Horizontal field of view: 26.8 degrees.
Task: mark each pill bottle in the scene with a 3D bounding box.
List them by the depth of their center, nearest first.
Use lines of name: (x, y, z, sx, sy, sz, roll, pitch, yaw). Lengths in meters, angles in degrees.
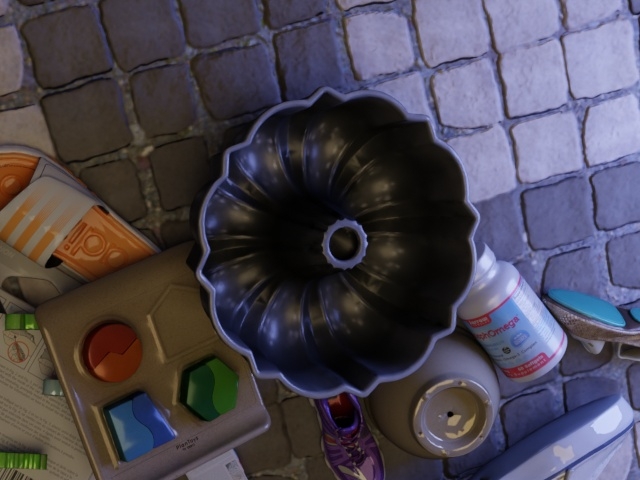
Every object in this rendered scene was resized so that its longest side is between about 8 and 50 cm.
pill bottle: (0.209, 0.081, 1.557, 0.087, 0.087, 0.160, -40, 108, 0)

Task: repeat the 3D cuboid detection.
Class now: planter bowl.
planter bowl: (0.140, 0.188, 1.559, 0.162, 0.109, 0.162, -3, 106, -11)

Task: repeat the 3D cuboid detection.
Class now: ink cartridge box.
ink cartridge box: (-0.358, 0.144, 1.469, 0.296, 0.066, 0.261, 33, 70, -18)
ink cartridge box: (-0.126, 0.263, 1.566, 0.062, 0.029, 0.115, -28, 109, -4)

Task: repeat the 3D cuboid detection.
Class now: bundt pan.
bundt pan: (0.000, 0.000, 1.449, 0.330, 0.124, 0.331, -2, 95, -25)

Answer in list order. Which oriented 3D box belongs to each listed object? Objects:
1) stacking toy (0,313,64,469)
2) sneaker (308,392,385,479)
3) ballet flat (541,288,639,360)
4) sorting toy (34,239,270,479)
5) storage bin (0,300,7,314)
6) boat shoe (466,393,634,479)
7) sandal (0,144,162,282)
stacking toy: (-0.239, 0.165, 1.458, 0.221, 0.052, 0.167, 5, 81, -24)
sneaker: (0.029, 0.227, 1.566, 0.068, 0.071, 0.170, -25, 108, -4)
ballet flat: (0.354, 0.110, 1.607, 0.206, 0.073, 0.067, 12, 116, -11)
sorting toy: (-0.134, 0.121, 1.460, 0.307, 0.041, 0.229, -24, 98, -30)
storage bin: (-0.395, 0.036, 1.379, 0.091, 0.098, 0.135, -28, 72, -14)
boat shoe: (0.245, 0.336, 1.568, 0.367, 0.136, 0.156, -35, 92, -16)
sandal: (-0.263, -0.009, 1.442, 0.265, 0.076, 0.102, 33, 94, -18)
